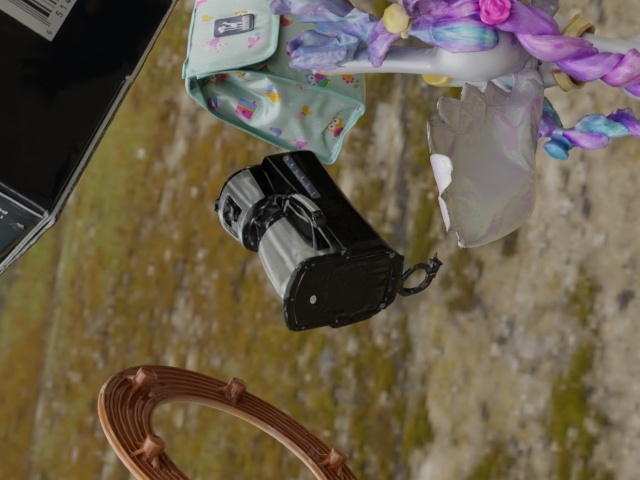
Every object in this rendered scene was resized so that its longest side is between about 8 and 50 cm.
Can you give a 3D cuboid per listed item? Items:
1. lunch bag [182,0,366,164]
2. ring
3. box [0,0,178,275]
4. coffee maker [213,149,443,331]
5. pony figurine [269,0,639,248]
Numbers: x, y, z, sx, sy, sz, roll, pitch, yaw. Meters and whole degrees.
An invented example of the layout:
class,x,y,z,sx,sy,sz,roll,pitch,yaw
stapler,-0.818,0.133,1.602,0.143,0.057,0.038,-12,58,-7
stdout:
class,x,y,z,sx,sy,sz,roll,pitch,yaw
lunch bag,-0.074,-0.263,2.194,0.223,0.262,0.160,-89,23,-46
ring,-0.076,0.226,1.550,0.032,0.336,0.336,-59,23,15
box,-0.389,-0.195,1.629,0.472,0.297,0.480,-36,25,55
coffee maker,0.000,0.000,1.533,0.120,0.171,0.178,-59,42,23
pony figurine,0.138,-0.166,1.196,0.363,0.351,0.303,19,103,38
